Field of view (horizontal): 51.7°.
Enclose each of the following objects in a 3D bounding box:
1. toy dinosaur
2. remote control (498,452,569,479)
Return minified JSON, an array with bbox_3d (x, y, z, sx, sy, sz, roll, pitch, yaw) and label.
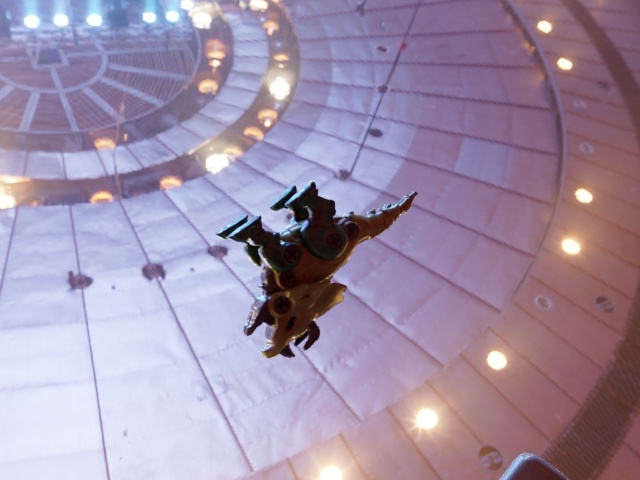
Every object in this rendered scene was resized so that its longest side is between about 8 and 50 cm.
[{"bbox_3d":[0.000,0.000,0.724,0.259,0.094,0.153,-43,-72,-16],"label":"toy dinosaur"},{"bbox_3d":[0.186,0.339,0.697,0.098,0.038,0.233,42,-101,9],"label":"remote control"}]
